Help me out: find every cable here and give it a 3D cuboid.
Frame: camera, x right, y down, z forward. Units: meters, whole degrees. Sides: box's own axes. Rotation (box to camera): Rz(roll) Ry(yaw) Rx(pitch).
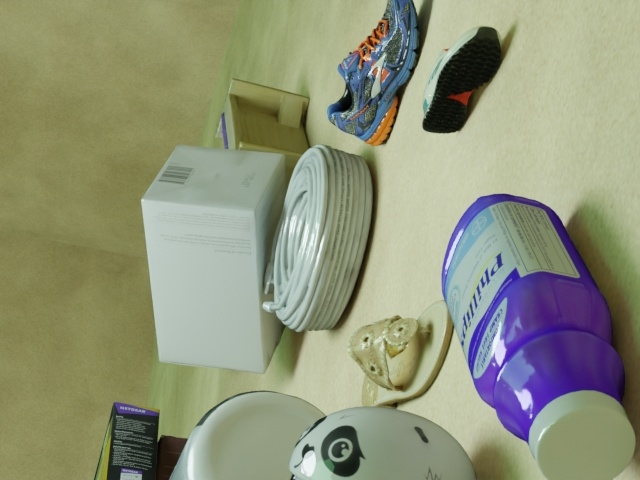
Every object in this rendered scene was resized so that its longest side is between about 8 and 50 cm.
[{"bbox_3d":[0.000,0.000,1.839,0.257,0.089,0.257,-137,59,-76],"label":"cable"}]

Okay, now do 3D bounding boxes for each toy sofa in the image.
[{"bbox_3d":[-0.095,-0.127,2.264,0.362,0.150,0.177,-104,29,-65],"label":"toy sofa"}]

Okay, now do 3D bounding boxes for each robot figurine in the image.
[{"bbox_3d":[0.037,0.282,1.159,0.173,0.209,0.278,11,-90,-72],"label":"robot figurine"}]

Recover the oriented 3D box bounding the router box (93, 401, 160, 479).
[{"bbox_3d":[-0.328,0.452,2.147,0.243,0.081,0.308,-96,21,-56],"label":"router box"}]

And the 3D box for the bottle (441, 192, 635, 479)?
[{"bbox_3d":[0.157,0.070,0.989,0.283,0.092,0.118,-100,25,-61],"label":"bottle"}]

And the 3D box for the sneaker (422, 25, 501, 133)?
[{"bbox_3d":[0.141,-0.183,1.404,0.161,0.057,0.075,113,158,-55],"label":"sneaker"}]

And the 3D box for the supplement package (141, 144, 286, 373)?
[{"bbox_3d":[-0.150,0.029,2.037,0.177,0.175,0.292,-67,-21,-56],"label":"supplement package"}]

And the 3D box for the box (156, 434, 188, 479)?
[{"bbox_3d":[-0.203,0.443,2.182,0.167,0.169,0.203,123,155,-61],"label":"box"}]

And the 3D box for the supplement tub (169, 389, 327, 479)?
[{"bbox_3d":[-0.097,0.344,1.675,0.338,0.207,0.207,116,162,-54],"label":"supplement tub"}]

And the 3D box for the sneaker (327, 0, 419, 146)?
[{"bbox_3d":[0.068,-0.222,1.721,0.083,0.087,0.221,-100,24,-59],"label":"sneaker"}]

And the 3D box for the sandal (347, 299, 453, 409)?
[{"bbox_3d":[0.063,0.126,1.430,0.240,0.079,0.088,123,155,-61],"label":"sandal"}]
